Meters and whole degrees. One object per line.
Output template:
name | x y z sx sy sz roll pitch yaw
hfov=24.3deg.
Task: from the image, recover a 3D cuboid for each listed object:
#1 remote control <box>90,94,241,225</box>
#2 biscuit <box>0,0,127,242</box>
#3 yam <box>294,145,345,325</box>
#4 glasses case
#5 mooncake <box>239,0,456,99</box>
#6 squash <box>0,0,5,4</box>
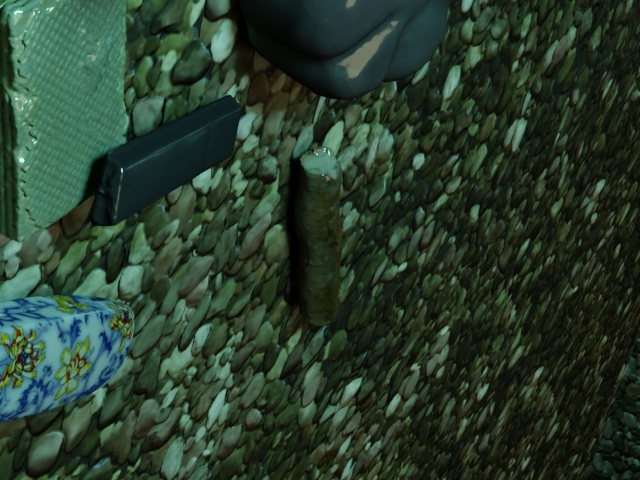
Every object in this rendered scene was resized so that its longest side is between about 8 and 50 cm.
remote control | -0.120 -0.068 1.198 0.245 0.025 0.063 -41 147 -64
biscuit | -0.185 -0.102 1.055 0.121 0.040 0.199 -42 150 -43
yam | 0.000 0.000 1.538 0.057 0.056 0.241 -46 151 -34
glasses case | -0.228 0.090 1.136 0.248 0.065 0.087 -5 121 -63
mooncake | 0.038 -0.243 1.270 0.245 0.133 0.245 -42 153 -27
squash | -0.256 -0.187 0.706 0.133 0.132 0.247 -62 155 -2
